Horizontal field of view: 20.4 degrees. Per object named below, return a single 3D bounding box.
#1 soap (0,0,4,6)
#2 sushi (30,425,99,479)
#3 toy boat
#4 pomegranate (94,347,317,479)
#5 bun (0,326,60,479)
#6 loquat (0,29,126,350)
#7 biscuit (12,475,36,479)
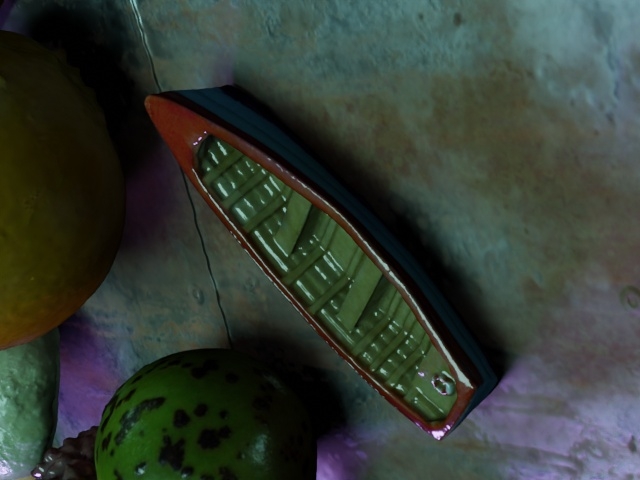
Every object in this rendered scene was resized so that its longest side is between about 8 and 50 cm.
[{"bbox_3d":[-0.395,-0.213,1.771,0.304,0.169,0.339,28,132,50],"label":"soap"},{"bbox_3d":[-0.222,0.322,1.876,0.236,0.171,0.270,45,144,21],"label":"sushi"},{"bbox_3d":[0.000,0.000,1.505,0.392,0.079,0.136,48,142,18],"label":"toy boat"},{"bbox_3d":[-0.127,0.233,1.625,0.231,0.286,0.231,34,155,19],"label":"pomegranate"},{"bbox_3d":[-0.349,0.160,1.924,0.195,0.118,0.195,-172,90,-71],"label":"bun"},{"bbox_3d":[-0.344,-0.045,1.695,0.328,0.328,0.328,27,129,38],"label":"loquat"},{"bbox_3d":[-0.385,0.260,2.138,0.203,0.041,0.260,-11,103,48],"label":"biscuit"}]
